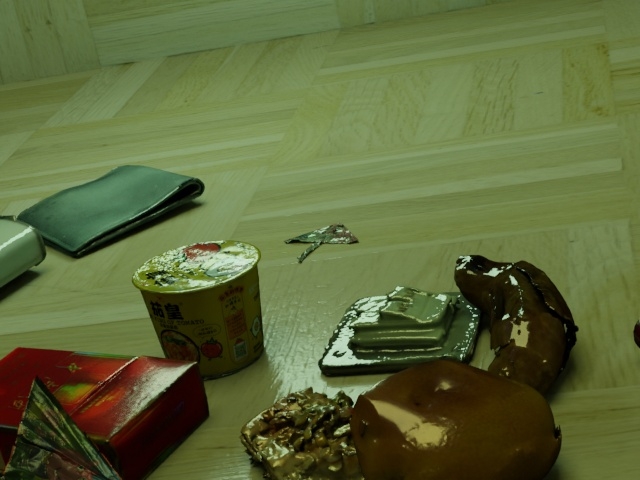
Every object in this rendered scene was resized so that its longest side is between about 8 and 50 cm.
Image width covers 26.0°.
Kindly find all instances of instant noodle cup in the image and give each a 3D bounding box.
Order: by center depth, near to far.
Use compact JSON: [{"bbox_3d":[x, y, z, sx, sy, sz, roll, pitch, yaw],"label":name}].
[{"bbox_3d":[-0.158,0.099,1.932,0.182,0.144,0.182,-10,21,4],"label":"instant noodle cup"}]

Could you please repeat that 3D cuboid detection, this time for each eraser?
[{"bbox_3d":[-0.624,0.060,2.333,0.189,0.104,0.290,6,28,31],"label":"eraser"}]

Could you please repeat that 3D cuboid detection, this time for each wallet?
[{"bbox_3d":[-0.392,-0.065,2.584,0.290,0.054,0.251,-27,25,-30],"label":"wallet"}]

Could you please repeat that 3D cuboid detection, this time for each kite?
[{"bbox_3d":[-0.305,0.302,1.575,0.234,0.016,0.321,15,52,-7],"label":"kite"},{"bbox_3d":[0.000,0.000,2.271,0.139,0.011,0.156,-1,24,31],"label":"kite"}]

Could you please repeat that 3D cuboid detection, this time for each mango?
[{"bbox_3d":[0.156,0.221,1.481,0.236,0.136,0.166,-22,37,-34],"label":"mango"}]

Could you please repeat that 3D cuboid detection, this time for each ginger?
[{"bbox_3d":[0.254,0.100,1.762,0.133,0.107,0.309,-28,20,12],"label":"ginger"}]

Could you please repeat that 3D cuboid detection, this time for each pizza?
[{"bbox_3d":[-0.006,0.231,1.627,0.147,0.069,0.226,-17,22,-18],"label":"pizza"}]

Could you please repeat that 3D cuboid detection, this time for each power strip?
[{"bbox_3d":[0.112,0.105,1.877,0.213,0.065,0.198,-4,25,17],"label":"power strip"}]

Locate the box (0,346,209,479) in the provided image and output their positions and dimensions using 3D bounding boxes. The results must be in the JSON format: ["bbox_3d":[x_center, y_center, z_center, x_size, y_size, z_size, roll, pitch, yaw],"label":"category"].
[{"bbox_3d":[-0.327,0.225,1.788,0.313,0.089,0.197,2,25,30],"label":"box"}]

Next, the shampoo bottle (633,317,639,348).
[{"bbox_3d":[0.452,0.150,1.581,0.102,0.064,0.260,-11,22,-6],"label":"shampoo bottle"}]
